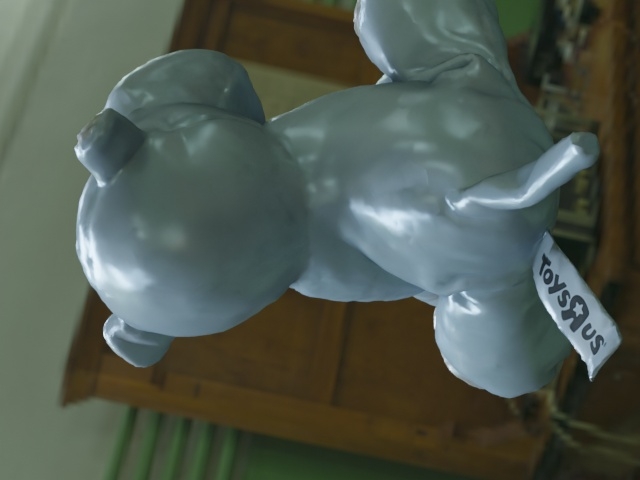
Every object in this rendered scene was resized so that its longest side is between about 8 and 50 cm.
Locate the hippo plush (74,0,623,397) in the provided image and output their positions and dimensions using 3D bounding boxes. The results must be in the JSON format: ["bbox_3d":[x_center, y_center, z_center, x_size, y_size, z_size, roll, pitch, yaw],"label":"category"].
[{"bbox_3d":[0.000,0.000,0.838,0.294,0.236,0.234,-105,2,-56],"label":"hippo plush"}]
